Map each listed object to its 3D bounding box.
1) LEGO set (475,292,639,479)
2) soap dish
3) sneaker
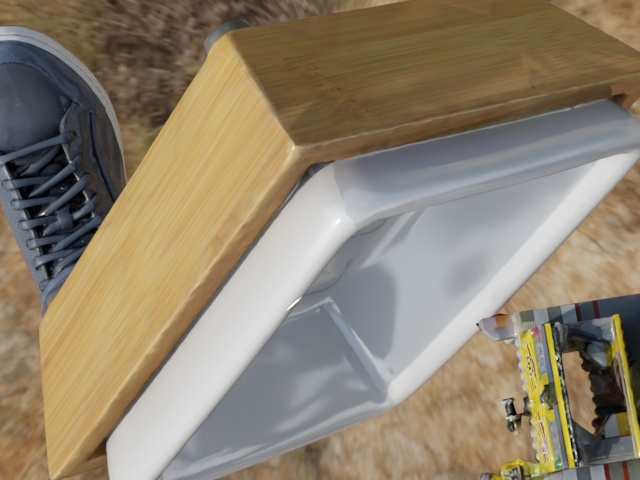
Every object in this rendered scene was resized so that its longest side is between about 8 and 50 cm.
[{"bbox_3d":[0.181,0.134,0.845,0.192,0.255,0.331,-9,89,-3],"label":"LEGO set"},{"bbox_3d":[0.000,0.000,0.881,0.229,0.291,0.118,-16,66,-39],"label":"soap dish"},{"bbox_3d":[-0.139,-0.001,1.023,0.086,0.163,0.226,-22,123,1],"label":"sneaker"}]
